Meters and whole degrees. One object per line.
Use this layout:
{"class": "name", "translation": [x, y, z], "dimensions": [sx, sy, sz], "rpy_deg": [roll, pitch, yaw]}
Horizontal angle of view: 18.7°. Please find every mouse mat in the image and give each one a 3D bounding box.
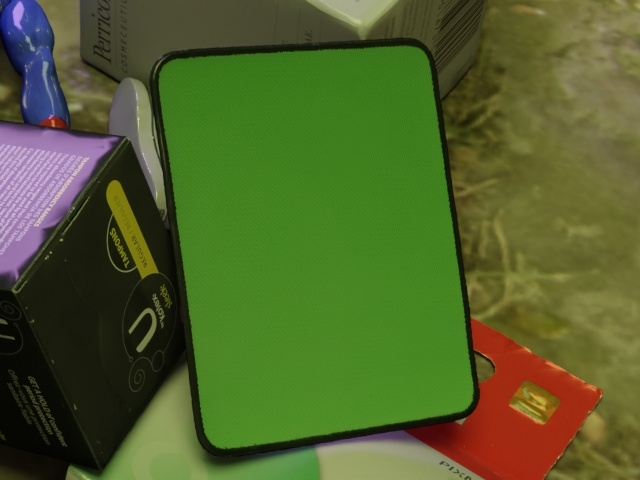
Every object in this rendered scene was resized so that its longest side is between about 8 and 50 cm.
{"class": "mouse mat", "translation": [0.000, 0.000, 0.918], "dimensions": [0.152, 0.007, 0.190], "rpy_deg": [-6, 87, -27]}

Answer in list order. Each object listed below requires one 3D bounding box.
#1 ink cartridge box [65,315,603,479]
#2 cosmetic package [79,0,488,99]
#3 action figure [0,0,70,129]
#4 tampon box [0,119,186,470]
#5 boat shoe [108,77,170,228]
{"class": "ink cartridge box", "translation": [0.015, 0.094, 0.940], "dimensions": [0.181, 0.056, 0.225], "rpy_deg": [30, 57, 15]}
{"class": "cosmetic package", "translation": [-0.017, -0.148, 1.059], "dimensions": [0.183, 0.151, 0.151], "rpy_deg": [31, 55, 17]}
{"class": "action figure", "translation": [-0.177, -0.150, 1.046], "dimensions": [0.091, 0.139, 0.280], "rpy_deg": [-6, 45, -13]}
{"class": "tampon box", "translation": [-0.158, 0.017, 0.902], "dimensions": [0.161, 0.120, 0.101], "rpy_deg": [10, 49, 29]}
{"class": "boat shoe", "translation": [-0.088, -0.046, 1.050], "dimensions": [0.035, 0.035, 0.100], "rpy_deg": [11, 42, -34]}
